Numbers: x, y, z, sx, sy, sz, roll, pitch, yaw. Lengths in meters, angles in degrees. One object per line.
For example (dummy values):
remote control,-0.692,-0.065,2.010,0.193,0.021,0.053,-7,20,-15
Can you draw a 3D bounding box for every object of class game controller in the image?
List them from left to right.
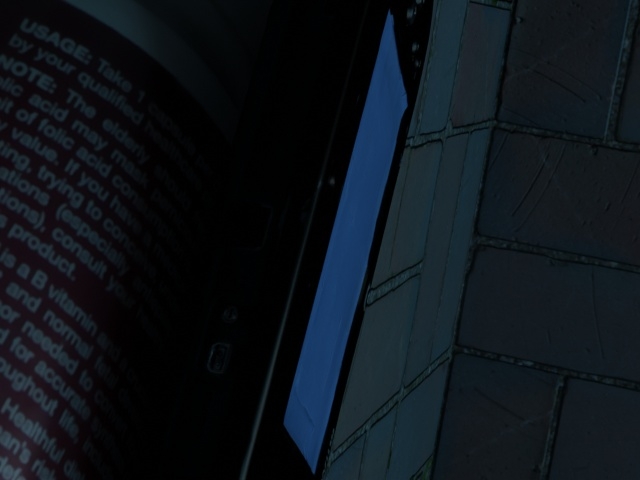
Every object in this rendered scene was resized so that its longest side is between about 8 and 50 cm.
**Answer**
game controller,0.000,0.000,0.618,0.166,0.067,0.319,54,48,-63

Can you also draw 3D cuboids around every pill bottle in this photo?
pill bottle,-0.156,0.021,0.621,0.224,0.224,0.392,84,23,-49
